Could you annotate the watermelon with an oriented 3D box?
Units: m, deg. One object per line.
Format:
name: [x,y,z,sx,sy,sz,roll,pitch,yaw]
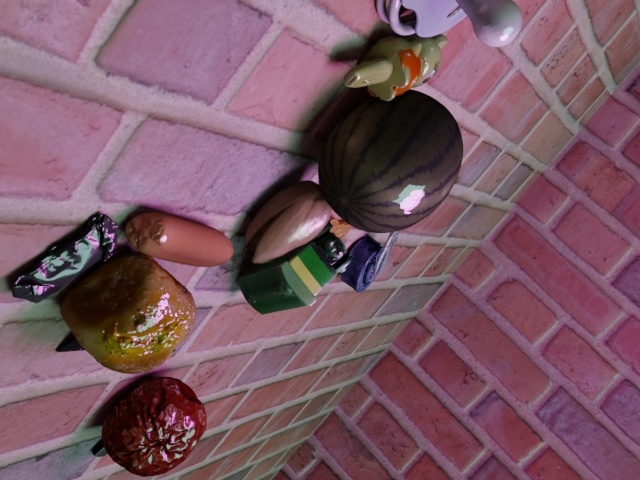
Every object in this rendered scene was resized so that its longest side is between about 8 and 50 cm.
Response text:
watermelon: [0.155,-0.173,1.601,0.359,0.278,0.279,-49,165,-33]

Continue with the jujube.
jujube: [-0.398,0.444,1.829,0.232,0.213,0.213,-44,161,1]

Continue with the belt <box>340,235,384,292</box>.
belt: [0.128,0.069,2.313,0.141,0.082,0.190,-42,156,-32]

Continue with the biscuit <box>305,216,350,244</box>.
biscuit: [0.001,-0.003,2.001,0.144,0.040,0.236,-56,161,13]

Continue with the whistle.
whistle: [0.147,-0.341,1.494,0.288,0.106,0.131,-29,173,-45]

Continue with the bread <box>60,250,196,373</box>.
bread: [-0.330,0.143,1.403,0.195,0.176,0.246,-40,161,-4]

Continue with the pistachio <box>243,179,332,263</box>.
pistachio: [-0.069,-0.038,1.643,0.226,0.136,0.136,-39,161,1]

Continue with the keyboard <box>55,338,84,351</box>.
keyboard: [-0.439,0.203,1.526,0.063,0.010,0.198,-30,165,17]

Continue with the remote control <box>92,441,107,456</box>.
remote control: [-0.496,0.471,1.944,0.212,0.028,0.059,-46,157,1]

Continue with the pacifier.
pacifier: [0.258,-0.429,1.365,0.244,0.233,0.299,-45,160,8]

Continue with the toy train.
toy train: [-0.058,0.068,1.767,0.202,0.120,0.300,-41,-169,-28]

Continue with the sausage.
sausage: [-0.253,0.002,1.414,0.086,0.086,0.289,-48,159,7]

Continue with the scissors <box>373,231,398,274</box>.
scissors: [0.230,-0.060,2.193,0.256,0.029,0.384,-49,162,-52]

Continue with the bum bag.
bum bag: [-0.405,0.037,1.233,0.197,0.049,0.087,-38,154,-17]
